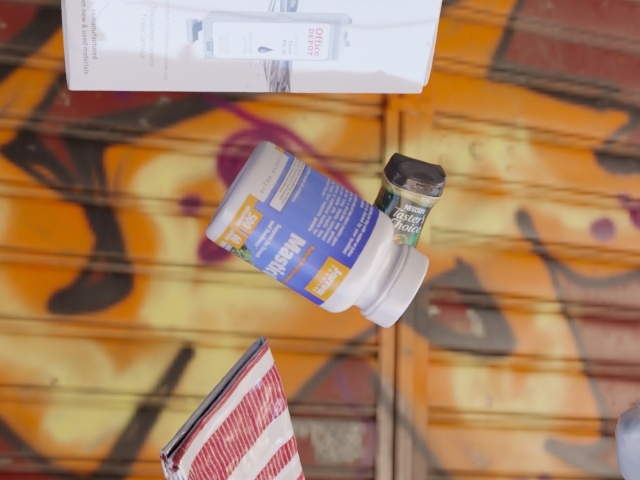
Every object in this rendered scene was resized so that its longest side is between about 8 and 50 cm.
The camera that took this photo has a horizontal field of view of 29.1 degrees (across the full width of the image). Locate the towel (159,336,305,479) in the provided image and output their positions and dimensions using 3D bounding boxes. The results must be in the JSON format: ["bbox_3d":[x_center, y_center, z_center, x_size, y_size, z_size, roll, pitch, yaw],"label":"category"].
[{"bbox_3d":[-0.093,0.320,1.584,0.037,0.329,0.237,9,-141,29],"label":"towel"}]

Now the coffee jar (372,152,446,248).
[{"bbox_3d":[0.120,-0.041,1.885,0.096,0.184,0.079,14,-154,-16],"label":"coffee jar"}]

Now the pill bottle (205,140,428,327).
[{"bbox_3d":[0.000,0.000,1.622,0.272,0.152,0.152,32,165,-7],"label":"pill bottle"}]

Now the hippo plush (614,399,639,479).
[{"bbox_3d":[0.226,0.154,0.499,0.234,0.294,0.236,-2,176,15],"label":"hippo plush"}]

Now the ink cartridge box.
[{"bbox_3d":[-0.059,-0.224,0.982,0.283,0.207,0.117,-1,137,-9],"label":"ink cartridge box"}]
